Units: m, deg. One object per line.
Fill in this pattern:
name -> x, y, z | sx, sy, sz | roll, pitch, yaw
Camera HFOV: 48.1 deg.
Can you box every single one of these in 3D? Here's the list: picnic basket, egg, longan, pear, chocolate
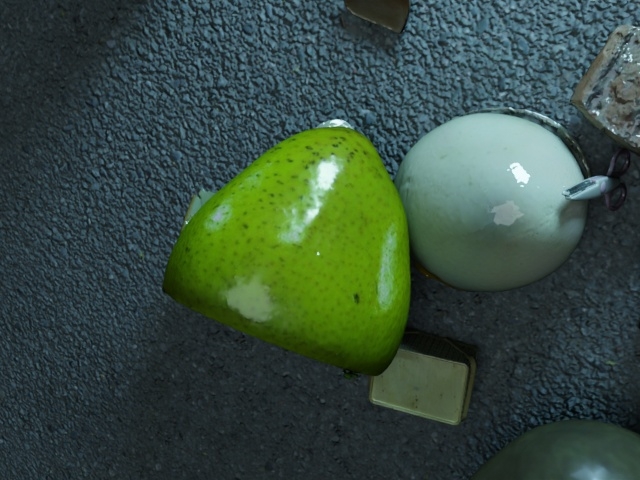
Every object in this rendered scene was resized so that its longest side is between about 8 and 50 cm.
picnic basket -> 0.161, 0.210, 1.129 | 0.164, 0.079, 0.115 | 13, 111, 18
egg -> 0.217, -0.045, 0.984 | 0.286, 0.174, 0.264 | -2, 100, 25
longan -> 0.349, 0.420, 0.974 | 0.361, 0.361, 0.361 | 6, 107, 20
pear -> 0.000, 0.000, 0.970 | 0.342, 0.238, 0.318 | 23, 82, -21
chocolate -> 0.085, -0.342, 1.028 | 0.101, 0.031, 0.064 | 24, 130, 17

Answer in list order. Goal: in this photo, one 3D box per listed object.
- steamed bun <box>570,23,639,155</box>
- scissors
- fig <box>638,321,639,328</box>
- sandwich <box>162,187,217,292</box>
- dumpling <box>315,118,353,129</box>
steamed bun -> 0.418, -0.182, 0.903 | 0.175, 0.106, 0.145 | 36, 114, 11
scissors -> 0.360, -0.070, 0.927 | 0.022, 0.176, 0.085 | 17, 114, 42
fig -> 0.486, 0.071, 0.911 | 0.175, 0.175, 0.207 | 43, 115, 5
sandwich -> -0.120, 0.033, 1.177 | 0.155, 0.227, 0.198 | 10, 73, 20
dumpling -> 0.025, -0.156, 1.100 | 0.077, 0.043, 0.059 | 21, 90, 18
